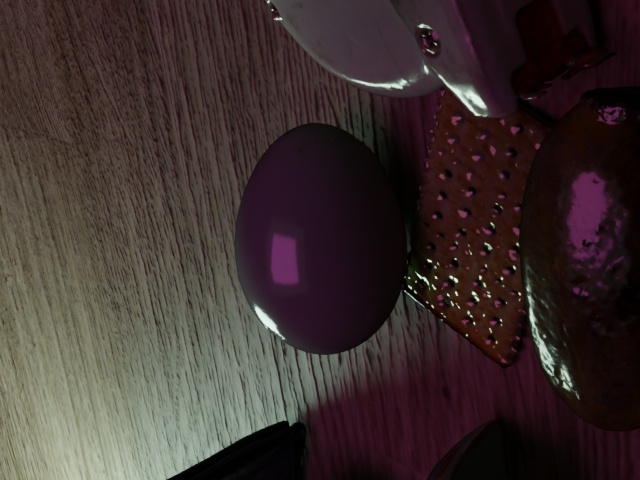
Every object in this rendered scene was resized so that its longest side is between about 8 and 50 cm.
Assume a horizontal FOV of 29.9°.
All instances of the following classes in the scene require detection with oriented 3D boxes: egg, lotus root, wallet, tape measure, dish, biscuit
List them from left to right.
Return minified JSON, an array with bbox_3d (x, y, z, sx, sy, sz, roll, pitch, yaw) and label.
[{"bbox_3d":[-0.128,0.361,1.320,0.075,0.237,0.342,35,135,33],"label":"wallet"},{"bbox_3d":[0.000,0.000,1.015,0.146,0.146,0.199,20,118,46],"label":"egg"},{"bbox_3d":[0.046,-0.218,0.817,0.265,0.130,0.258,7,128,54],"label":"tape measure"},{"bbox_3d":[0.113,0.250,0.955,0.077,0.212,0.151,-18,96,22],"label":"dish"},{"bbox_3d":[0.128,-0.014,0.951,0.139,0.016,0.231,39,137,34],"label":"biscuit"},{"bbox_3d":[0.195,0.015,0.784,0.123,0.124,0.241,10,118,41],"label":"lotus root"}]
